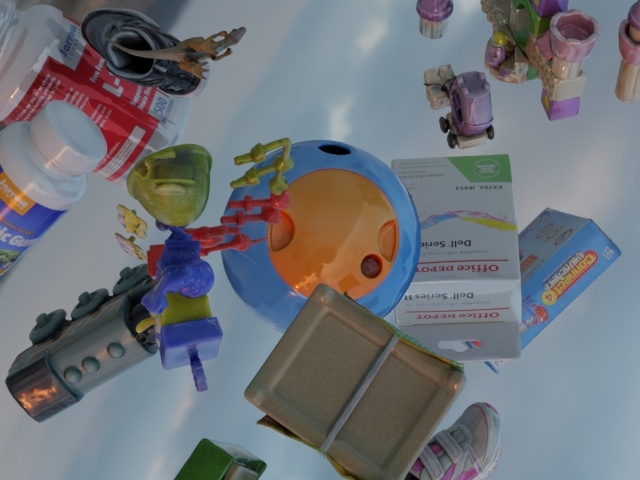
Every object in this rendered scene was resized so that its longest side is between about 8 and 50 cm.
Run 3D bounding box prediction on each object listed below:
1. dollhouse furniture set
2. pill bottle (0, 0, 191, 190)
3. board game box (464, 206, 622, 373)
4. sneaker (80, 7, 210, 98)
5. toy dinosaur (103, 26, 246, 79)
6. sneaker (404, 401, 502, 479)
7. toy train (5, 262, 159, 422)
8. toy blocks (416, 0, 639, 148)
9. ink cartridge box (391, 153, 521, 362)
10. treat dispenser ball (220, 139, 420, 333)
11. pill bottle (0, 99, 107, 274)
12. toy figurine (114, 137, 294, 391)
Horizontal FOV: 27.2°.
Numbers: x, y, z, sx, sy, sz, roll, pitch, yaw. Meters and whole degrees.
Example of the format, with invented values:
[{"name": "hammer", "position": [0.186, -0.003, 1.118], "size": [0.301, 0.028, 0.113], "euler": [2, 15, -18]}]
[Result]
[{"name": "dollhouse furniture set", "position": [0.004, 0.220, 1.404], "size": [0.301, 0.198, 0.151], "euler": [-55, 162, -6]}, {"name": "pill bottle", "position": [-0.455, -0.275, 2.367], "size": [0.229, 0.408, 0.229], "euler": [-43, -150, 33]}, {"name": "board game box", "position": [0.369, 0.083, 2.412], "size": [0.308, 0.086, 0.302], "euler": [-44, -173, 1]}, {"name": "sneaker", "position": [-0.314, -0.320, 2.143], "size": [0.153, 0.269, 0.101], "euler": [9, 108, -63]}, {"name": "toy dinosaur", "position": [-0.203, -0.278, 1.972], "size": [0.112, 0.212, 0.064], "euler": [-150, -126, -60]}, {"name": "sneaker", "position": [0.196, 0.364, 2.139], "size": [0.252, 0.111, 0.103], "euler": [-55, -144, 1]}, {"name": "toy train", "position": [-0.361, 0.166, 2.158], "size": [0.334, 0.142, 0.190], "euler": [-28, -159, 17]}, {"name": "toy blocks", "position": [0.281, -0.331, 1.777], "size": [0.260, 0.309, 0.288], "euler": [89, -17, -53]}, {"name": "ink cartridge box", "position": [0.219, 0.025, 2.144], "size": [0.119, 0.207, 0.353], "euler": [81, 8, -48]}, {"name": "treat dispenser ball", "position": [0.000, 0.000, 1.893], "size": [0.288, 0.288, 0.288], "euler": [-52, -168, 15]}, {"name": "pill bottle", "position": [-0.442, -0.079, 1.944], "size": [0.272, 0.152, 0.152], "euler": [-40, -163, 24]}, {"name": "toy figurine", "position": [-0.120, 0.053, 1.453], "size": [0.362, 0.191, 0.217], "euler": [120, -35, -70]}]
